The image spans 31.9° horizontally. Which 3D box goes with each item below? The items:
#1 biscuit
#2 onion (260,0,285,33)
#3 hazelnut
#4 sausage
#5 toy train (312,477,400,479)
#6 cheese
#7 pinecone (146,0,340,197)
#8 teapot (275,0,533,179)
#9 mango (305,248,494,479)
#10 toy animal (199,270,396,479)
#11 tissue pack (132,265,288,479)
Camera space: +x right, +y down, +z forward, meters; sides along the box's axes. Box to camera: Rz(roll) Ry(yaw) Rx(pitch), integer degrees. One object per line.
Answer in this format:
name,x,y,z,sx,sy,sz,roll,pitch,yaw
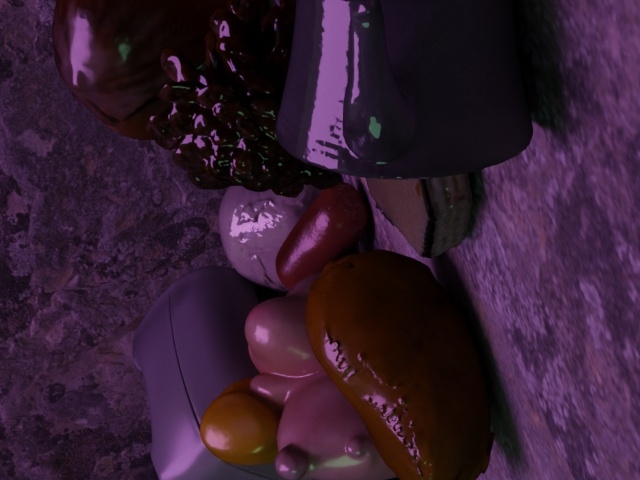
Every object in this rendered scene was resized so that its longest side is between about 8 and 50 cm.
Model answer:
biscuit,0.075,-0.074,0.968,0.252,0.052,0.150,-123,14,-69
onion,-0.049,-0.226,1.352,0.206,0.098,0.151,102,148,-76
hazelnut,-0.241,-0.329,1.681,0.315,0.372,0.372,18,136,32
sausage,0.000,0.000,1.410,0.194,0.077,0.077,-51,51,45
toy train,0.048,0.332,1.704,0.202,0.145,0.266,-112,9,-54
cheese,-0.051,-0.023,1.563,0.154,0.189,0.198,-58,-38,-53
pinecone,-0.055,-0.147,1.149,0.202,0.229,0.201,-7,61,66
teapot,0.051,-0.139,0.689,0.239,0.162,0.149,-59,-30,-59
mango,0.076,0.122,1.038,0.151,0.156,0.249,-38,65,43
toy animal,-0.007,0.144,1.319,0.345,0.277,0.247,-163,70,-85
tissue pack,-0.118,0.197,1.597,0.229,0.236,0.333,26,-149,-39
